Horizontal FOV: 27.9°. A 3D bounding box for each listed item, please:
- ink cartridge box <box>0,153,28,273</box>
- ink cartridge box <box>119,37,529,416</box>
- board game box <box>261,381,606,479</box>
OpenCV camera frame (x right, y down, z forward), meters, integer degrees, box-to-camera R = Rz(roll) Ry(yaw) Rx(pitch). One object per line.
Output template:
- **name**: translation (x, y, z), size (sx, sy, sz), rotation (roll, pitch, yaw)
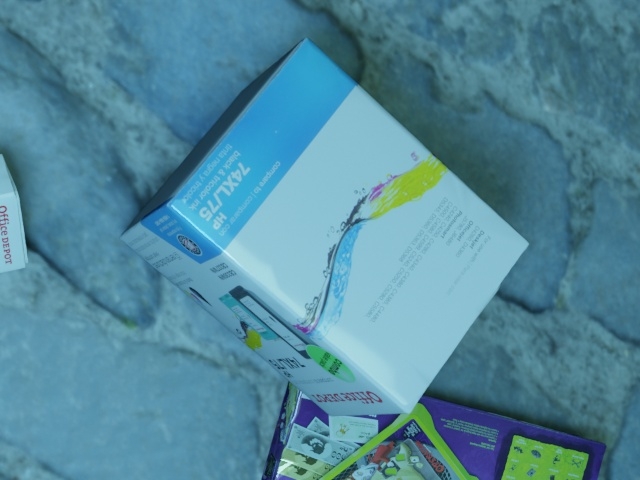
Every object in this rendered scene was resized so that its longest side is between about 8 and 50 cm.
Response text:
- **ink cartridge box**: translation (-0.331, -0.011, 1.121), size (0.135, 0.056, 0.099), rotation (-13, 140, -18)
- **ink cartridge box**: translation (0.000, 0.000, 1.156), size (0.270, 0.198, 0.197), rotation (41, 71, -10)
- **board game box**: translation (0.109, 0.264, 1.307), size (0.347, 0.056, 0.208), rotation (17, 83, -18)
